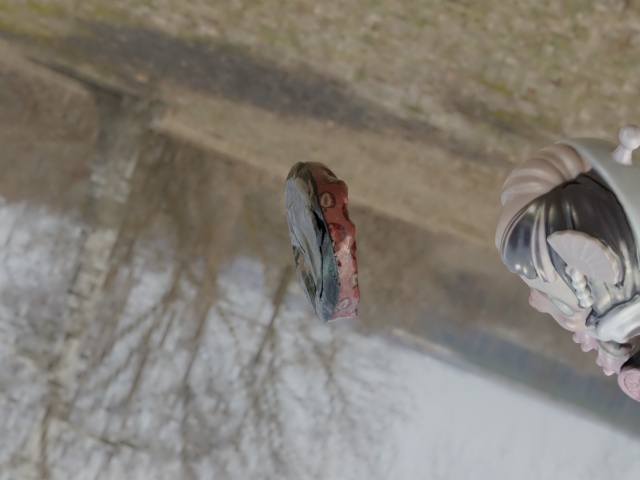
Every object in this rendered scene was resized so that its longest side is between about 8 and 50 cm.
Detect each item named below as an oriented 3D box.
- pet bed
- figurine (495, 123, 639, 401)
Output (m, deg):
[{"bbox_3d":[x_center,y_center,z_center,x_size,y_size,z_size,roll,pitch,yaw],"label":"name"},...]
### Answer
[{"bbox_3d":[0.000,0.000,1.870,0.053,0.201,0.201,-10,-174,-15],"label":"pet bed"},{"bbox_3d":[0.344,0.015,1.985,0.253,0.211,0.361,33,169,41],"label":"figurine"}]
